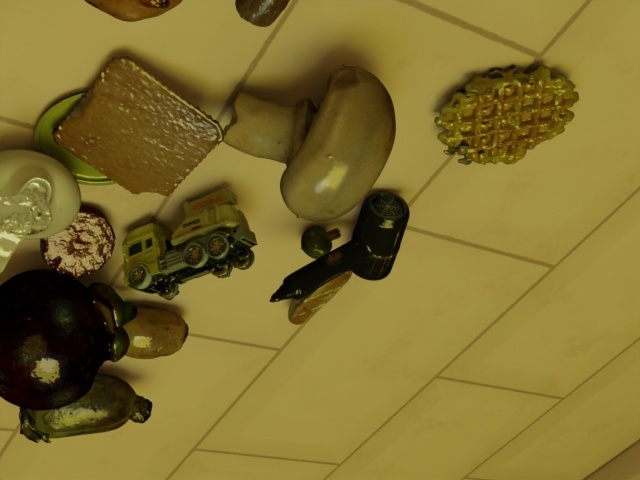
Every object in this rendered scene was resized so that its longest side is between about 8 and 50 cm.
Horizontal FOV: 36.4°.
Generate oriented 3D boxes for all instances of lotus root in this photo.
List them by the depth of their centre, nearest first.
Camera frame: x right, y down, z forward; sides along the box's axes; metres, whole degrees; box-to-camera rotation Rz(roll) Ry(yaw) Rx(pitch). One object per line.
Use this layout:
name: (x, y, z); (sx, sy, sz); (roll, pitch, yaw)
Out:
lotus root: (-0.402, 0.206, 2.164); (0.220, 0.118, 0.125); (2, 122, -24)
lotus root: (-0.557, 0.394, 2.312); (0.309, 0.173, 0.173); (-2, 140, -15)

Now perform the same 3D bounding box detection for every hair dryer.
hair dryer: (0.035, 0.037, 1.996); (0.352, 0.107, 0.189); (-29, 150, -35)

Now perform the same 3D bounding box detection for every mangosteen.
mangosteen: (-0.547, 0.196, 1.974); (0.311, 0.311, 0.311); (-9, 141, -7)

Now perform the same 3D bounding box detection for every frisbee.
frisbee: (-0.400, -0.185, 1.765); (0.236, 0.017, 0.236); (-9, 141, -7)

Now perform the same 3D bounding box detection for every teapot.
teapot: (-0.541, -0.065, 1.758); (0.204, 0.139, 0.298); (11, 142, -23)

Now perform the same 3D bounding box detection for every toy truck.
toy truck: (-0.264, 0.004, 1.935); (0.272, 0.157, 0.124); (-21, 158, 19)

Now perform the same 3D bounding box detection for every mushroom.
mushroom: (-0.019, -0.191, 1.726); (0.290, 0.292, 0.292); (25, 133, -1)

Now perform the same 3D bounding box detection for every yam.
yam: (-0.077, -0.411, 1.549); (0.084, 0.084, 0.127); (12, 138, -29)

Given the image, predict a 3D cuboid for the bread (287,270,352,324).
bread: (-0.008, 0.113, 2.222); (0.073, 0.053, 0.214); (18, 128, -38)

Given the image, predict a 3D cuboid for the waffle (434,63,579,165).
waffle: (0.364, -0.246, 1.904); (0.280, 0.060, 0.262); (24, 124, -40)

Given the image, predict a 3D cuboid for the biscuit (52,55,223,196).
biscuit: (-0.320, -0.186, 1.710); (0.237, 0.013, 0.232); (36, 121, -22)

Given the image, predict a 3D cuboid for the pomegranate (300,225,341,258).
pomegranate: (-0.003, -0.003, 2.076); (0.073, 0.073, 0.084); (24, 106, -38)

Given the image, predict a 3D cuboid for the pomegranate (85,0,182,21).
pomegranate: (-0.266, -0.417, 1.392); (0.209, 0.209, 0.209); (-9, 141, -7)

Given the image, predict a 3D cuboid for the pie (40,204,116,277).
pie: (-0.478, 0.001, 1.906); (0.154, 0.036, 0.154); (-6, 112, -15)
